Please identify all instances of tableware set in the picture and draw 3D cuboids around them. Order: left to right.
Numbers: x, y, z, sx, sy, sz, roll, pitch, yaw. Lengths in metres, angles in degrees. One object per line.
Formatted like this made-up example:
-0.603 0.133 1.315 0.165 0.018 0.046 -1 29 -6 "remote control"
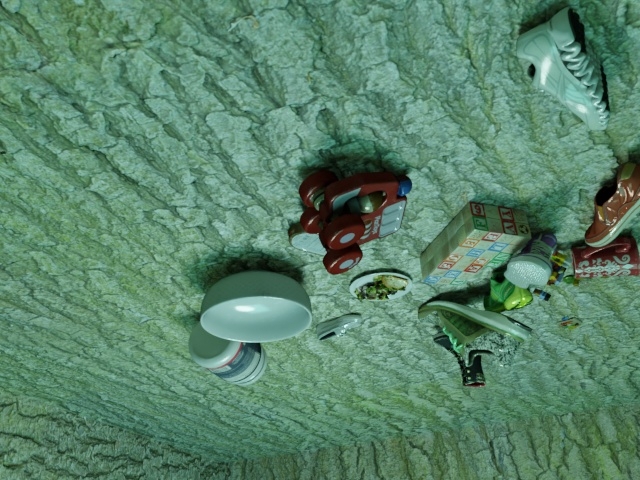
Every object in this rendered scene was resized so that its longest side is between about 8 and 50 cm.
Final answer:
0.848 0.107 2.015 0.104 0.024 0.154 19 144 -26 "tableware set"

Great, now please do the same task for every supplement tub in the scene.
-0.314 0.381 2.214 0.191 0.191 0.272 -12 148 15 "supplement tub"

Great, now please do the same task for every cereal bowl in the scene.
-0.192 0.184 1.941 0.339 0.141 0.339 -2 150 -1 "cereal bowl"

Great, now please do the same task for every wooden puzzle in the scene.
0.919 0.307 2.363 0.116 0.014 0.078 20 142 -33 "wooden puzzle"

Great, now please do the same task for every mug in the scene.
0.810 0.039 1.834 0.169 0.113 0.150 -8 120 17 "mug"

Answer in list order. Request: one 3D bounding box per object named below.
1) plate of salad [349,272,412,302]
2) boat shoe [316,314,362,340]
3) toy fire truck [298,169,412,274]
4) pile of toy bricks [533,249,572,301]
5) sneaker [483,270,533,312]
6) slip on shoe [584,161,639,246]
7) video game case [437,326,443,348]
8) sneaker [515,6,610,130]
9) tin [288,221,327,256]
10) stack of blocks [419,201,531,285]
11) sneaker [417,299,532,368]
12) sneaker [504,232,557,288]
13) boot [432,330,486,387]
0.191 0.156 2.017 0.200 0.048 0.200 -3 150 -2 "plate of salad"
0.064 0.309 2.247 0.184 0.063 0.066 -17 146 23 "boat shoe"
0.096 -0.070 1.550 0.254 0.169 0.302 -23 153 -13 "toy fire truck"
0.669 0.099 1.929 0.105 0.118 0.212 30 167 18 "pile of toy bricks"
0.582 0.157 1.998 0.110 0.123 0.295 -10 168 -6 "sneaker"
0.734 -0.090 1.607 0.101 0.123 0.331 27 157 12 "slip on shoe"
0.548 0.355 2.404 0.201 0.023 0.183 -10 149 11 "video game case"
0.467 -0.309 1.216 0.118 0.110 0.292 -16 140 34 "sneaker"
0.000 0.000 1.752 0.190 0.040 0.106 15 149 -28 "tin"
0.417 0.020 1.766 0.171 0.087 0.297 8 148 -18 "stack of blocks"
0.466 0.308 2.074 0.158 0.182 0.410 31 165 -39 "sneaker"
0.583 0.035 1.727 0.102 0.161 0.282 38 177 6 "sneaker"
0.512 0.430 2.329 0.236 0.178 0.085 19 144 -33 "boot"
